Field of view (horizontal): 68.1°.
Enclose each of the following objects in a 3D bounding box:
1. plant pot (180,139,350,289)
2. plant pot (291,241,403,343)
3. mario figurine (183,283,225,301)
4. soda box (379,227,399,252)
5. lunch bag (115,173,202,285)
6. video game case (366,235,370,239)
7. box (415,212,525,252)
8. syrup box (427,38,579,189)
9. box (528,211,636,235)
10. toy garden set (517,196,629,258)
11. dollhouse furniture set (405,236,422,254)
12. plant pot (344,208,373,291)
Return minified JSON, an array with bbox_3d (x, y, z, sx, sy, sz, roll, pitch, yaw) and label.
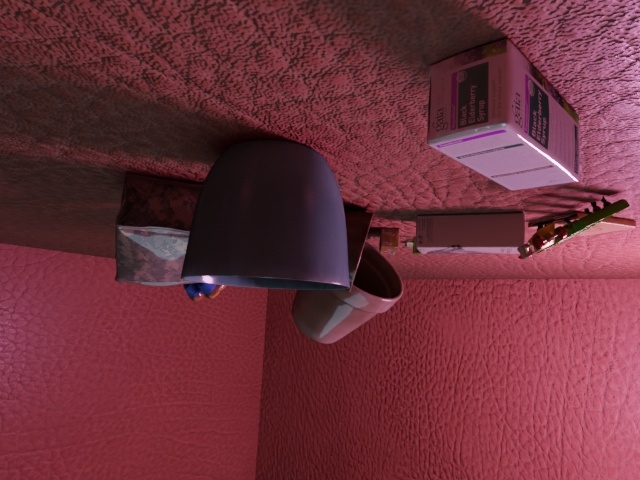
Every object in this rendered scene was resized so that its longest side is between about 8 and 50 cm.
[{"bbox_3d":[-0.088,-0.038,0.847,0.292,0.235,0.293,3,170,0],"label":"plant pot"},{"bbox_3d":[0.056,0.168,1.516,0.323,0.323,0.280,10,125,-38],"label":"plant pot"},{"bbox_3d":[-0.383,0.011,1.328,0.198,0.321,0.170,-30,-150,1],"label":"mario figurine"},{"bbox_3d":[0.226,0.005,1.570,0.058,0.062,0.181,3,171,6],"label":"soda box"},{"bbox_3d":[-0.318,-0.011,1.107,0.286,0.169,0.235,7,142,-18],"label":"lunch bag"},{"bbox_3d":[0.102,-0.013,1.657,0.121,0.011,0.087,10,168,-38],"label":"video game case"},{"bbox_3d":[0.402,-0.016,1.279,0.274,0.094,0.113,0,169,23],"label":"box"},{"bbox_3d":[0.230,-0.137,0.576,0.096,0.093,0.236,-5,168,43],"label":"syrup box"},{"bbox_3d":[0.690,-0.041,1.260,0.201,0.021,0.164,5,171,-19],"label":"box"},{"bbox_3d":[0.545,-0.020,1.097,0.203,0.049,0.244,-24,166,-5],"label":"toy garden set"},{"bbox_3d":[0.345,0.028,1.688,0.076,0.059,0.152,3,171,4],"label":"dollhouse furniture set"},{"bbox_3d":[0.000,0.000,1.256,0.230,0.216,0.215,16,172,6],"label":"plant pot"}]
